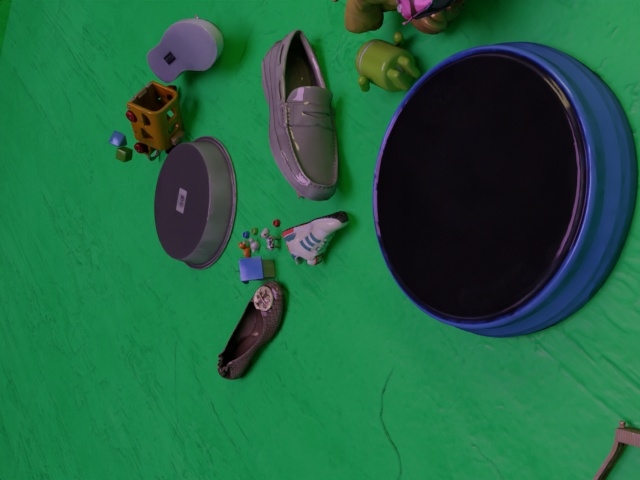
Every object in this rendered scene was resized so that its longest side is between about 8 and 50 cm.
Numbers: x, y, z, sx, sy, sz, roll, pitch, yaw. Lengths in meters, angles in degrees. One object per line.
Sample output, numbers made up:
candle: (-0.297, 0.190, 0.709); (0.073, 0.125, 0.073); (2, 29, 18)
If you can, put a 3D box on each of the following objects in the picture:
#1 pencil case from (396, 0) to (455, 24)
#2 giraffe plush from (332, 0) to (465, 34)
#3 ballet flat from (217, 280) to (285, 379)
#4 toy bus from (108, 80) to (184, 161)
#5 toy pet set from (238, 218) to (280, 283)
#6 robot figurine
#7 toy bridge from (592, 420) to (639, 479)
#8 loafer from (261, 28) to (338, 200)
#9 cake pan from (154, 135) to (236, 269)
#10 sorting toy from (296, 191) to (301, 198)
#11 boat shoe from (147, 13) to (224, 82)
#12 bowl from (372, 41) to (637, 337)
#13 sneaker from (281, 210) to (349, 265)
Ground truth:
pencil case: (0.099, -0.381, 0.956); (0.098, 0.095, 0.209); (-29, 93, 19)
giraffe plush: (0.133, -0.361, 1.077); (0.171, 0.210, 0.181); (28, 99, 14)
ballet flat: (-0.138, 0.175, 1.447); (0.249, 0.058, 0.084); (-58, 47, 32)
toy bus: (-0.359, -0.253, 1.715); (0.104, 0.202, 0.190); (25, 102, 18)
toy pet set: (-0.133, 0.024, 1.445); (0.122, 0.065, 0.114); (-21, 72, 50)
robot figurine: (0.099, -0.268, 1.167); (0.101, 0.067, 0.115); (-53, 44, 2)
toy bridge: (0.336, 0.297, 0.861); (0.063, 0.026, 0.188); (3, 89, 53)
loafer: (-0.030, -0.217, 1.294); (0.111, 0.112, 0.319); (-48, 51, 49)
cake pan: (-0.280, -0.083, 1.649); (0.293, 0.054, 0.293); (-5, 83, 51)
sorting toy: (-0.026, -0.122, 1.361); (0.083, 0.012, 0.062); (-51, 46, 41)
boat shoe: (-0.266, -0.413, 1.611); (0.113, 0.105, 0.306); (51, 155, -14)
bowl: (0.214, -0.068, 1.001); (0.391, 0.077, 0.390); (-4, 84, 51)
sneaker: (0.000, 0.000, 1.298); (0.161, 0.057, 0.075); (-18, 91, 49)
